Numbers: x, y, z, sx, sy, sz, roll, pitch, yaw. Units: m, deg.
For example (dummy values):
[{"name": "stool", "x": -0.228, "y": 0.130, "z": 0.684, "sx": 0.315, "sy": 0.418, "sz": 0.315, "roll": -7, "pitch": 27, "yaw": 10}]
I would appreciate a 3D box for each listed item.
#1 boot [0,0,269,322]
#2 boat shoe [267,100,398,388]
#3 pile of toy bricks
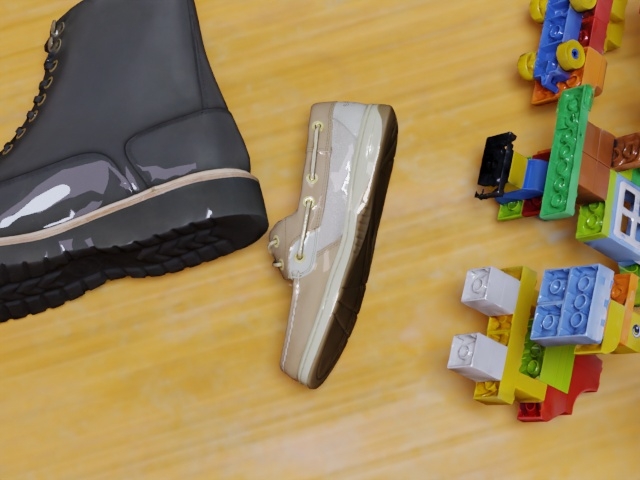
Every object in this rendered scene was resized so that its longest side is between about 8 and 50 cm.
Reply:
[{"name": "boot", "x": -0.135, "y": -0.042, "z": 0.696, "sx": 0.197, "sy": 0.077, "sz": 0.137, "roll": -13, "pitch": 71, "yaw": -6}, {"name": "boat shoe", "x": 0.000, "y": 0.000, "z": 0.691, "sx": 0.045, "sy": 0.050, "sz": 0.135, "roll": 12, "pitch": 78, "yaw": 14}, {"name": "pile of toy bricks", "x": 0.144, "y": -0.020, "z": 0.672, "sx": 0.105, "sy": 0.118, "sz": 0.212, "roll": 27, "pitch": 68, "yaw": -33}]
